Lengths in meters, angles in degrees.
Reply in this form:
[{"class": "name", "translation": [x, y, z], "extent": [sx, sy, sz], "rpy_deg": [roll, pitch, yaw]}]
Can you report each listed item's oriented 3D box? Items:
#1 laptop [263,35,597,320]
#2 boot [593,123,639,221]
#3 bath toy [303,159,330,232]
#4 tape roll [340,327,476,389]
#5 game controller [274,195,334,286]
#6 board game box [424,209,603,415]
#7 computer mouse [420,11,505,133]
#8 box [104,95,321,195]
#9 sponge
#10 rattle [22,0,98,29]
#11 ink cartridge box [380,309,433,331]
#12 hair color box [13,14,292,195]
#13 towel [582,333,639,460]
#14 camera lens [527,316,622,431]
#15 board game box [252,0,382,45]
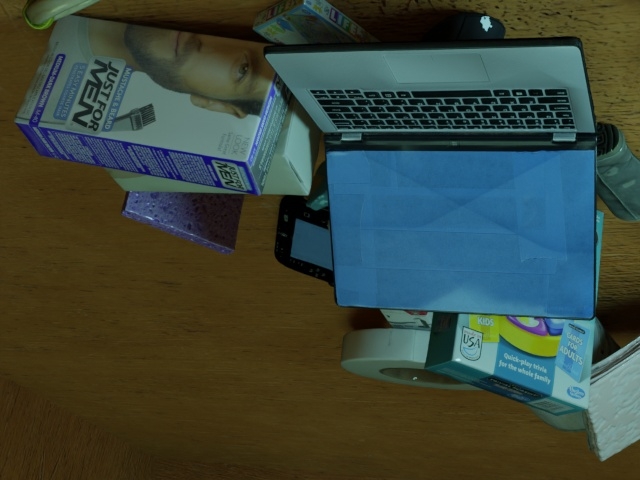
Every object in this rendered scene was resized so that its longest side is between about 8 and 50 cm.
[{"class": "laptop", "translation": [0.156, -0.065, 1.398], "extent": [0.382, 0.236, 0.408], "rpy_deg": [1, 163, 19]}, {"class": "boot", "translation": [0.407, -0.093, 1.604], "extent": [0.190, 0.076, 0.208], "rpy_deg": [-4, 159, 36]}, {"class": "bath toy", "translation": [0.134, 0.001, 1.707], "extent": [0.348, 0.129, 0.151], "rpy_deg": [38, 119, -18]}, {"class": "tape roll", "translation": [0.238, 0.268, 2.393], "extent": [0.392, 0.072, 0.392], "rpy_deg": [7, 166, 2]}, {"class": "game controller", "translation": [0.000, 0.000, 1.979], "extent": [0.166, 0.067, 0.319], "rpy_deg": [11, 156, 0]}, {"class": "board game box", "translation": [0.308, 0.072, 1.668], "extent": [0.254, 0.336, 0.079], "rpy_deg": [21, 155, -22]}, {"class": "computer mouse", "translation": [0.176, -0.202, 1.437], "extent": [0.184, 0.060, 0.262], "rpy_deg": [14, 153, -32]}, {"class": "box", "translation": [-0.164, -0.157, 1.605], "extent": [0.311, 0.148, 0.121], "rpy_deg": [1, 154, 19]}, {"class": "sponge", "translation": [-0.236, -0.063, 1.877], "extent": [0.210, 0.117, 0.031], "rpy_deg": [22, 152, -23]}, {"class": "rattle", "translation": [-0.299, -0.358, 1.357], "extent": [0.200, 0.142, 0.130], "rpy_deg": [-21, 176, 26]}, {"class": "ink cartridge box", "translation": [0.186, 0.142, 2.226], "extent": [0.099, 0.056, 0.135], "rpy_deg": [1, 154, 21]}, {"class": "hair color box", "translation": [-0.223, -0.190, 1.476], "extent": [0.339, 0.185, 0.110], "rpy_deg": [11, 157, 12]}, {"class": "towel", "translation": [0.627, 0.255, 2.025], "extent": [0.317, 0.053, 0.332], "rpy_deg": [-32, 141, -5]}, {"class": "camera lens", "translation": [0.474, 0.242, 2.120], "extent": [0.219, 0.219, 0.274], "rpy_deg": [-4, 152, 31]}, {"class": "board game box", "translation": [0.002, -0.267, 1.428], "extent": [0.154, 0.026, 0.103], "rpy_deg": [29, 150, -36]}]
